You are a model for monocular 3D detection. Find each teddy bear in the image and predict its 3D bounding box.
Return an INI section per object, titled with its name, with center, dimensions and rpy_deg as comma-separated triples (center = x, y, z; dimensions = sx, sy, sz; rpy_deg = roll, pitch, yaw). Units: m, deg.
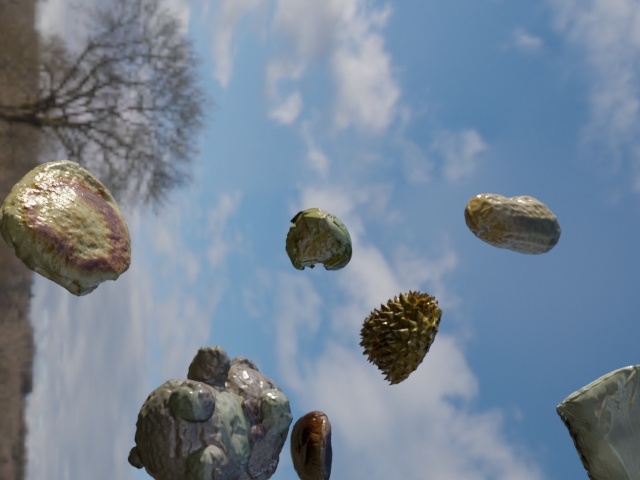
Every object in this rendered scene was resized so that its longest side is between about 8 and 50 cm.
[teddy bear]
center = -0.135, 0.262, 1.367
dimensions = 0.151, 0.267, 0.236
rpy_deg = -17, -101, 35

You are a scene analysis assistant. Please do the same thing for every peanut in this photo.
[peanut]
center = 0.305, -0.030, 1.565
dimensions = 0.083, 0.194, 0.093
rpy_deg = 0, -103, 54

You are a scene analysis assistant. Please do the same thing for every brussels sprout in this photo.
[brussels sprout]
center = 0.001, -0.003, 2.017
dimensions = 0.100, 0.139, 0.181
rpy_deg = -66, 163, -45

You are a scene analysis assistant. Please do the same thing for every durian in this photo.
[durian]
center = 0.160, 0.197, 2.080
dimensions = 0.183, 0.138, 0.249
rpy_deg = -50, -177, -39

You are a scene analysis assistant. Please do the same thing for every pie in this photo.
[pie]
center = -0.333, -0.019, 1.328
dimensions = 0.084, 0.179, 0.205
rpy_deg = -34, -161, 22

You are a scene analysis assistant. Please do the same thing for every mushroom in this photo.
[mushroom]
center = -0.015, 0.313, 1.475
dimensions = 0.123, 0.052, 0.123
rpy_deg = 178, -90, -73

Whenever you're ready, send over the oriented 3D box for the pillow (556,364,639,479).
[pillow]
center = 0.400, 0.279, 1.281
dimensions = 0.051, 0.128, 0.229
rpy_deg = -81, 147, -78
